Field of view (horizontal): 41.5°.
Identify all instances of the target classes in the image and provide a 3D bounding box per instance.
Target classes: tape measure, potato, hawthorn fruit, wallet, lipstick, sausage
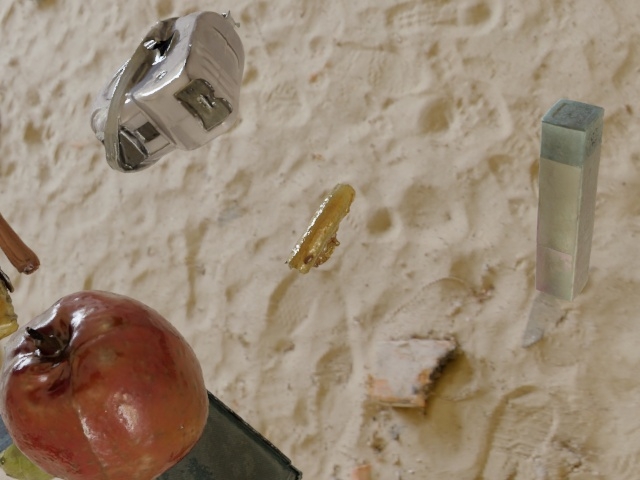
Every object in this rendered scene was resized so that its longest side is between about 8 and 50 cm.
[{"bbox_3d":[-0.180,-0.174,0.986,0.197,0.120,0.236,-30,32,22],"label":"tape measure"},{"bbox_3d":[-0.612,0.468,1.943,0.248,0.169,0.143,-21,107,7],"label":"potato"},{"bbox_3d":[-0.286,0.181,1.061,0.254,0.300,0.254,-6,61,11],"label":"hawthorn fruit"},{"bbox_3d":[-0.215,0.424,1.589,0.342,0.237,0.075,40,139,-6],"label":"wallet"},{"bbox_3d":[0.361,-0.051,1.236,0.068,0.317,0.066,20,48,32],"label":"lipstick"},{"bbox_3d":[-0.532,-0.019,1.413,0.047,0.040,0.176,-31,97,27],"label":"sausage"}]

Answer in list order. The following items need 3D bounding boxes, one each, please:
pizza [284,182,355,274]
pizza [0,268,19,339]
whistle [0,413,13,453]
[{"bbox_3d":[0.000,0.000,1.532,0.062,0.161,0.182,30,62,5],"label":"pizza"},{"bbox_3d":[-0.404,0.034,0.700,0.161,0.305,0.085,-69,25,14],"label":"pizza"},{"bbox_3d":[-0.545,0.327,1.447,0.304,0.062,0.062,-37,57,1],"label":"whistle"}]
